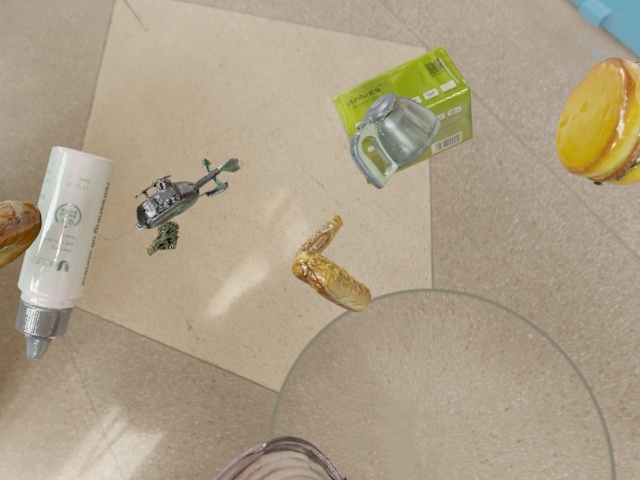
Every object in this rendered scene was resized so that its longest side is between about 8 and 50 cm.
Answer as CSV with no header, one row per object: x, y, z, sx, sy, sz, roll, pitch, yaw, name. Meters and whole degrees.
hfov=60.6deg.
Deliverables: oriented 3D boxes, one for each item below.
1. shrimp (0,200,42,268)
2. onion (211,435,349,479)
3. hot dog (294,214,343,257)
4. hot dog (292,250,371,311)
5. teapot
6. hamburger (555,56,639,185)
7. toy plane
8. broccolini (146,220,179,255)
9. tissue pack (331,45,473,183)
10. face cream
-0.426,0.017,0.627,0.068,0.249,0.150,44,107,5,shrimp
-0.095,0.421,0.692,0.159,0.349,0.267,-47,63,39,onion
0.000,0.000,1.218,0.137,0.028,0.044,-44,111,4,hot dog
0.016,0.054,0.719,0.071,0.165,0.045,36,88,30,hot dog
0.112,-0.175,0.902,0.149,0.108,0.111,-45,21,14,teapot
0.574,-0.217,1.032,0.170,0.246,0.245,14,72,-5,hamburger
-0.403,-0.136,1.610,0.382,0.155,0.106,-36,77,1,toy plane
-0.368,0.009,1.292,0.058,0.201,0.073,-3,106,-9,broccolini
0.192,-0.284,1.274,0.275,0.200,0.167,-23,60,6,tissue pack
-0.384,0.022,0.805,0.092,0.092,0.311,15,89,16,face cream
